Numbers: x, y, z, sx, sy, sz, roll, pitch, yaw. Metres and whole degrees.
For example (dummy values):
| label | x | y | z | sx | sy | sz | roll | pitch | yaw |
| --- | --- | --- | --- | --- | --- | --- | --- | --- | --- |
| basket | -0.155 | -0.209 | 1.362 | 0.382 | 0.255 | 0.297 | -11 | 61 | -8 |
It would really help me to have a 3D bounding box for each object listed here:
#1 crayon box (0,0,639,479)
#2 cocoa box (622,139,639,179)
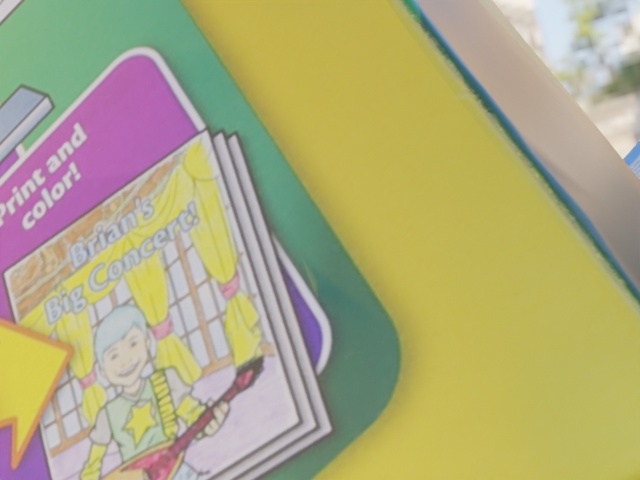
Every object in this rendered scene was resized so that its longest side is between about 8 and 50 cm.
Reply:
| label | x | y | z | sx | sy | sz | roll | pitch | yaw |
| --- | --- | --- | --- | --- | --- | --- | --- | --- | --- |
| crayon box | -0.092 | 0.064 | 0.509 | 0.363 | 0.313 | 0.106 | -44 | -39 | 15 |
| cocoa box | 0.302 | 0.133 | 1.344 | 0.231 | 0.347 | 0.228 | -47 | 26 | -17 |
